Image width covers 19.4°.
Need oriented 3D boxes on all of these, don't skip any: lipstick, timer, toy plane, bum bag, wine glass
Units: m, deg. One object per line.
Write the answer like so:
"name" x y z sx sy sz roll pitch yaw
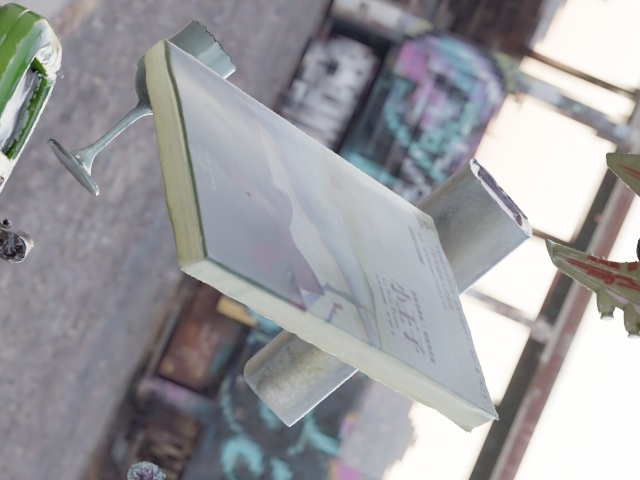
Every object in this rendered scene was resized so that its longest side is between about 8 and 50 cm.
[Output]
"lipstick" 0.050 0.044 1.506 0.253 0.077 0.079 -40 -174 11
"timer" -0.193 -0.071 1.073 0.128 0.047 0.140 -64 180 -5
"toy plane" 0.311 0.026 1.616 0.104 0.242 0.256 14 64 -55
"bum bag" -0.298 -0.023 1.448 0.109 0.159 0.026 -155 -92 -81
"wine glass" -0.179 -0.136 1.894 0.195 0.079 0.079 -42 174 -12

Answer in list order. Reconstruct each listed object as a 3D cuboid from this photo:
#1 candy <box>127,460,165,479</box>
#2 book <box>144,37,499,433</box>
"candy" -0.115 0.268 1.638 0.043 0.175 0.045 -39 171 33
"book" 0.000 0.000 1.253 0.026 0.289 0.201 -38 -136 24
